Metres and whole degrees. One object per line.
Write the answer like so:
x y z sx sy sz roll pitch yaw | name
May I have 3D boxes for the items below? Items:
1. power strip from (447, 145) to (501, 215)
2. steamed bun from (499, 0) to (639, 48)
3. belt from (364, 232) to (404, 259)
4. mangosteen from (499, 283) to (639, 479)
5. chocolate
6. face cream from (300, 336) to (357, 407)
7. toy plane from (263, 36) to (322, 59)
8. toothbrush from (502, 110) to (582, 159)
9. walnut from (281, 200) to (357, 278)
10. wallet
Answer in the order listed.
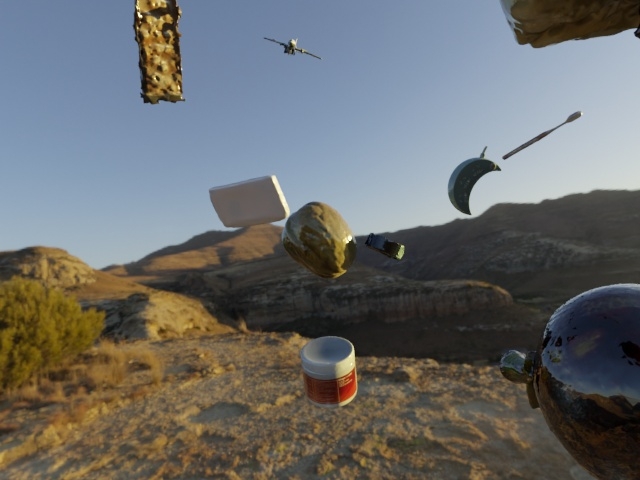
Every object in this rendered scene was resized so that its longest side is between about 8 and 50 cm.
0.488 -0.197 1.328 0.137 0.216 0.044 27 9 -17 | power strip
0.184 -0.162 0.231 0.178 0.106 0.192 31 15 21 | steamed bun
0.222 0.023 1.438 0.140 0.058 0.105 22 -3 -3 | belt
0.344 0.179 0.505 0.231 0.231 0.289 -5 -18 -27 | mangosteen
-0.359 -0.471 0.911 0.103 0.329 0.065 -7 29 -24 | chocolate
0.033 0.488 1.545 0.201 0.187 0.201 -5 17 2 | face cream
-0.100 -0.689 1.478 0.226 0.058 0.226 17 26 -7 | toy plane
0.253 -0.120 0.478 0.097 0.006 0.008 -34 16 50 | toothbrush
0.000 0.000 1.452 0.283 0.283 0.227 -3 -36 -49 | walnut
-0.173 -0.091 1.006 0.183 0.124 0.032 -9 33 20 | wallet
